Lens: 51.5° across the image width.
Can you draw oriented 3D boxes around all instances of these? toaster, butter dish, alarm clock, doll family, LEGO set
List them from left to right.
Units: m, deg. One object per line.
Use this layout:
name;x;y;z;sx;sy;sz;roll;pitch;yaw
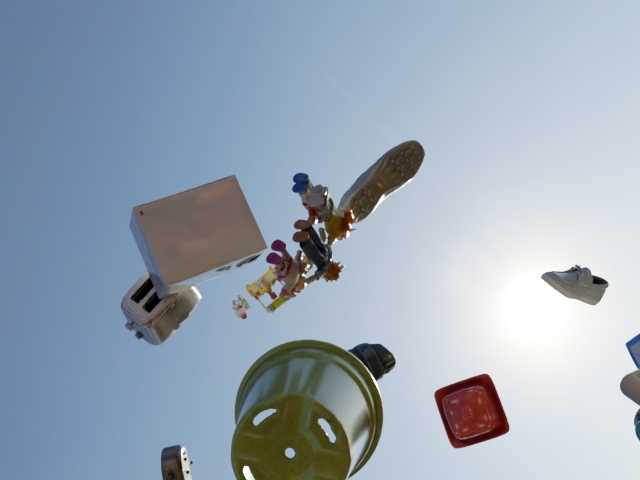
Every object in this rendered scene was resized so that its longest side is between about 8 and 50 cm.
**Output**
toaster;-0.400;0.149;1.687;0.227;0.129;0.146;-49;-18;-18
alarm clock;-0.386;0.617;1.767;0.192;0.064;0.129;77;-179;-85
LEGO set;-0.104;0.127;1.816;0.107;0.287;0.132;52;-156;-12
doll family;0.000;0.000;1.321;0.163;0.118;0.263;56;-135;-51
butter dish;0.372;0.429;1.658;0.118;0.160;0.160;30;-140;-68

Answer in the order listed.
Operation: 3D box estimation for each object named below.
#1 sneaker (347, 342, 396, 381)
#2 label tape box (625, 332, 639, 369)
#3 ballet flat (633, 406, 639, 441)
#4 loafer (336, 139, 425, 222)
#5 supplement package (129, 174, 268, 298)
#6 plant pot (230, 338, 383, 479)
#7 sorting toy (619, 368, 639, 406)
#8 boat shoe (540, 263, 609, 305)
sneaker;0.118;0.338;1.519;0.163;0.226;0.086;-14;-32;-20
label tape box;0.830;0.167;1.314;0.347;0.115;0.249;-8;-29;-19
ballet flat;0.810;0.498;1.264;0.182;0.483;0.164;-19;-24;-30
loafer;0.164;-0.169;1.861;0.319;0.111;0.112;-41;-75;-18
supplement package;-0.296;-0.009;1.597;0.261;0.145;0.204;-21;-99;-24
plant pot;-0.034;0.319;1.097;0.254;0.276;0.276;1;-75;-85
sorting toy;0.577;0.235;0.963;0.208;0.193;0.038;-16;-57;-25
boat shoe;0.616;0.095;1.596;0.227;0.079;0.081;16;-68;-37
